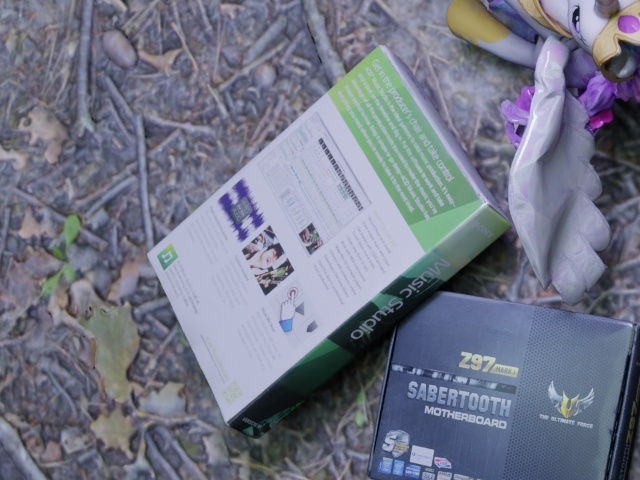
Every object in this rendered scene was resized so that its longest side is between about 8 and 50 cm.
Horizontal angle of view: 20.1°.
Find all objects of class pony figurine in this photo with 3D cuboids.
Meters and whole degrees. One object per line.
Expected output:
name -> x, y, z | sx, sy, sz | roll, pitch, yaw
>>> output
pony figurine -> 0.217, -0.163, 1.526 | 0.303, 0.351, 0.363 | -40, 44, -1

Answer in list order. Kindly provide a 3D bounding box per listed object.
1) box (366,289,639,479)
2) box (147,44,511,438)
box -> 0.169, 0.148, 1.627 | 0.232, 0.059, 0.183 | 10, 85, 27
box -> 0.000, 0.000, 1.704 | 0.322, 0.058, 0.232 | -41, 50, 16
